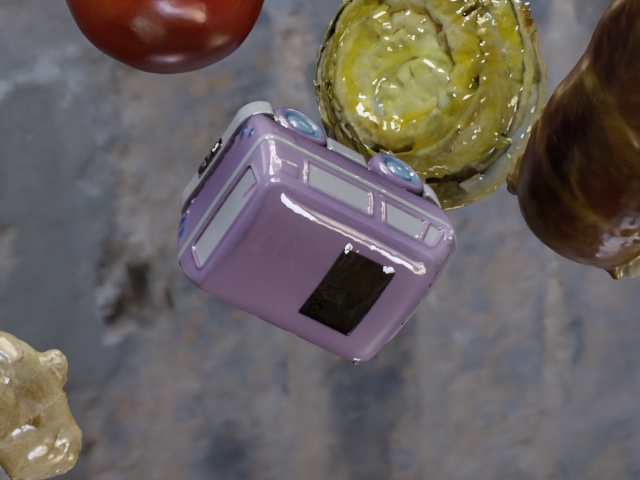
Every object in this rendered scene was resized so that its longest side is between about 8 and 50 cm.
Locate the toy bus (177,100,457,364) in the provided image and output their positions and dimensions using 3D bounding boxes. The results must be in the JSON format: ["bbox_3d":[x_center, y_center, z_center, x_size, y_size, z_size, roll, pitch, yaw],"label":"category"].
[{"bbox_3d":[0.000,0.000,1.542,0.142,0.202,0.142,-55,24,21],"label":"toy bus"}]

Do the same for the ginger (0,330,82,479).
[{"bbox_3d":[-0.253,0.050,0.973,0.075,0.288,0.089,-116,46,-79],"label":"ginger"}]

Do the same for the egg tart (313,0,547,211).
[{"bbox_3d":[0.105,-0.168,2.032,0.279,0.095,0.279,0,91,25],"label":"egg tart"}]

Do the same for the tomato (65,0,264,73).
[{"bbox_3d":[-0.140,-0.235,1.717,0.195,0.195,0.136,62,142,23],"label":"tomato"}]

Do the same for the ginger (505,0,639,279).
[{"bbox_3d":[0.282,-0.077,1.420,0.254,0.176,0.418,60,147,17],"label":"ginger"}]
